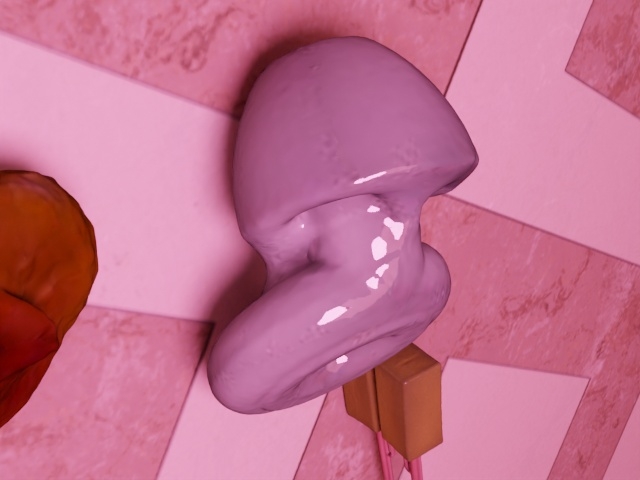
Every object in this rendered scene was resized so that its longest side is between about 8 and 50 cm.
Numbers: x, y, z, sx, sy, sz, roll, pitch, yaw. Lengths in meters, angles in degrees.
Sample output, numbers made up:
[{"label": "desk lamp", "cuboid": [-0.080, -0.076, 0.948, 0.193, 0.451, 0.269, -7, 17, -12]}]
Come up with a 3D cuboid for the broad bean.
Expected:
[{"label": "broad bean", "cuboid": [-0.225, 0.058, 0.517, 0.228, 0.122, 0.156, -43, 129, -14]}]

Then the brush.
[{"label": "brush", "cuboid": [0.073, 0.196, 0.866, 0.047, 0.103, 0.233, -27, 126, -28]}]

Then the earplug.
[{"label": "earplug", "cuboid": [0.008, 0.006, 0.685, 0.214, 0.175, 0.325, -15, 128, -39]}]
